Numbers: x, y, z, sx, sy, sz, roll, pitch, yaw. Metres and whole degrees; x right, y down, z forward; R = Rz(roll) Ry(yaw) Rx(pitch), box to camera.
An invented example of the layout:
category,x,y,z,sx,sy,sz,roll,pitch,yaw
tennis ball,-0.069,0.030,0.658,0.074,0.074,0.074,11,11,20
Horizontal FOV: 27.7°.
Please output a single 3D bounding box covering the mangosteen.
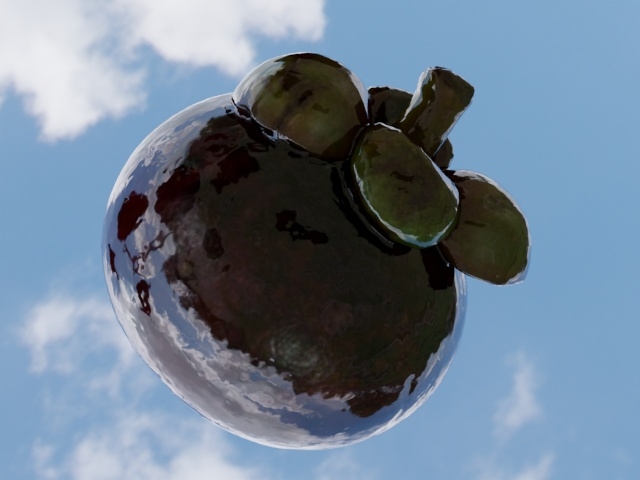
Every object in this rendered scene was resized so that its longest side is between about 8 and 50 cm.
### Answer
category,x,y,z,sx,sy,sz,roll,pitch,yaw
mangosteen,0.000,0.000,0.597,0.200,0.200,0.200,14,-122,-25
